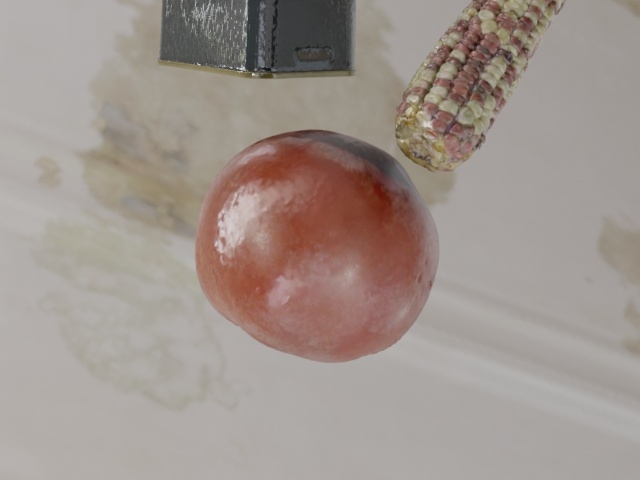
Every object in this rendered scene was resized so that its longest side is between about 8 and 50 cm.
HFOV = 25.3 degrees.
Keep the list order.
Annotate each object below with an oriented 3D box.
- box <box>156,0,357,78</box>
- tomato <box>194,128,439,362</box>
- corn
[{"bbox_3d":[-0.065,-0.219,1.464,0.144,0.090,0.201,-6,-167,-37],"label":"box"},{"bbox_3d":[0.000,0.000,1.209,0.208,0.184,0.208,14,-171,-2],"label":"tomato"},{"bbox_3d":[0.143,-0.160,1.164,0.079,0.079,0.237,36,-106,4],"label":"corn"}]
